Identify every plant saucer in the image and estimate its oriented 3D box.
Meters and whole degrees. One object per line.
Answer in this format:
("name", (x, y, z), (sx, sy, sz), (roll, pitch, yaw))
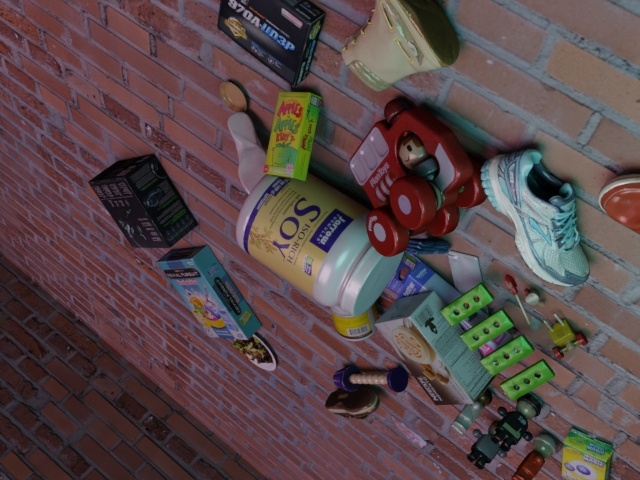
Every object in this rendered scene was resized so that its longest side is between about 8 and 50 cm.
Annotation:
("plant saucer", (-0.203, -0.341, 1.705), (0.083, 0.015, 0.083), (29, 144, 24))

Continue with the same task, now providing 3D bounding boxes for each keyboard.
("keyboard", (0.339, 0.129, 1.615), (0.072, 0.014, 0.256), (10, 134, 36))

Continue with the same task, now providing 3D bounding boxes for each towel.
("towel", (0.218, 0.010, 1.530), (0.067, 0.119, 0.029), (13, 100, 43))

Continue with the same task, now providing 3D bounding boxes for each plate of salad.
("plate of salad", (-0.238, 0.387, 2.519), (0.200, 0.048, 0.199), (30, 144, 25))

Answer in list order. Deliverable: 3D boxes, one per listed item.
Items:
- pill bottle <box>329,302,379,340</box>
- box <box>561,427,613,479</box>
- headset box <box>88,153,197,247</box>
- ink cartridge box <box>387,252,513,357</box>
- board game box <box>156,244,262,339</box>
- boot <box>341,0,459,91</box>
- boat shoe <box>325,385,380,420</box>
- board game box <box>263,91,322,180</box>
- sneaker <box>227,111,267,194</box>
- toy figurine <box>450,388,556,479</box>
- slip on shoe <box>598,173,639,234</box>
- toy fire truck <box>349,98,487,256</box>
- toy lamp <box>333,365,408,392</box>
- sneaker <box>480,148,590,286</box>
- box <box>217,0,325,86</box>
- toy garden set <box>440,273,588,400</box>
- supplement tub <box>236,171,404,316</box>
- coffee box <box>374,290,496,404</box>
("pill bottle", (0.075, 0.146, 1.830), (0.117, 0.117, 0.215), (17, 138, 37))
("box", (0.624, 0.518, 1.689), (0.105, 0.043, 0.179), (20, 138, 35))
("headset box", (-0.548, -0.107, 2.247), (0.246, 0.131, 0.283), (-1, 125, 49))
("ink cartridge box", (0.276, 0.175, 1.671), (0.311, 0.065, 0.185), (42, 150, 15))
("board game box", (-0.376, 0.179, 2.417), (0.254, 0.079, 0.336), (-7, 121, 51))
("boot", (0.098, -0.389, 1.242), (0.203, 0.095, 0.262), (-10, 123, 54))
("boat shoe", (0.118, 0.508, 2.223), (0.095, 0.095, 0.257), (40, 156, -17))
("board game box", (-0.061, -0.224, 1.542), (0.092, 0.043, 0.181), (12, 92, 42))
("sneaker", (-0.163, -0.198, 1.722), (0.094, 0.080, 0.212), (89, 166, -79))
("toy figurine", (0.445, 0.465, 1.750), (0.210, 0.148, 0.213), (6, 133, 53))
("slip on shoe", (0.583, 0.003, 1.113), (0.331, 0.101, 0.123), (35, 148, 20))
("toy fire truck", (0.168, -0.131, 1.400), (0.253, 0.169, 0.302), (61, 152, 15))
("toy lamp", (0.136, 0.402, 2.083), (0.275, 0.080, 0.080), (-11, 118, 54))
("sneaker", (0.401, -0.037, 1.270), (0.283, 0.110, 0.122), (52, 144, -9))
("box", (-0.104, -0.440, 1.450), (0.220, 0.051, 0.175), (40, 147, 10))
("toy garden set", (0.408, 0.182, 1.501), (0.204, 0.049, 0.244), (-38, 90, 24))
("supplement tub", (0.000, 0.000, 1.642), (0.331, 0.241, 0.241), (33, 145, 20))
("coffee box", (0.255, 0.244, 1.615), (0.246, 0.098, 0.141), (53, 150, -9))
